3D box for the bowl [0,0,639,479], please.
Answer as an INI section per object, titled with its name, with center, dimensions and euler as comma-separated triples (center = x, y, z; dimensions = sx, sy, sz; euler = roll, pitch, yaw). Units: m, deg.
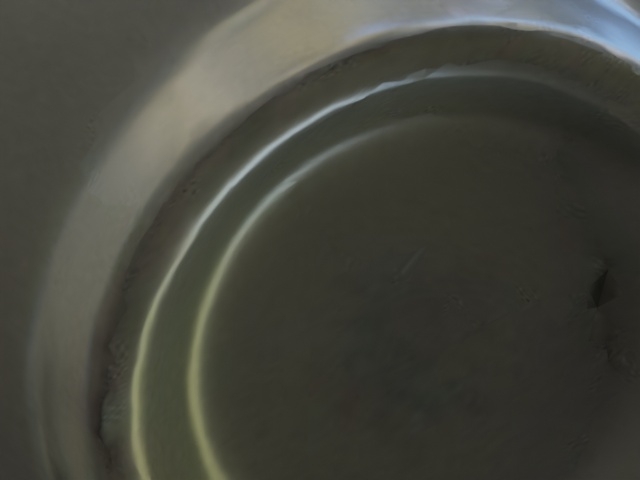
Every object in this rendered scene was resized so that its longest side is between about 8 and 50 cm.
[bowl]
center = 0.000, 0.000, 0.426
dimensions = 0.346, 0.157, 0.345
euler = -6, -69, -16
